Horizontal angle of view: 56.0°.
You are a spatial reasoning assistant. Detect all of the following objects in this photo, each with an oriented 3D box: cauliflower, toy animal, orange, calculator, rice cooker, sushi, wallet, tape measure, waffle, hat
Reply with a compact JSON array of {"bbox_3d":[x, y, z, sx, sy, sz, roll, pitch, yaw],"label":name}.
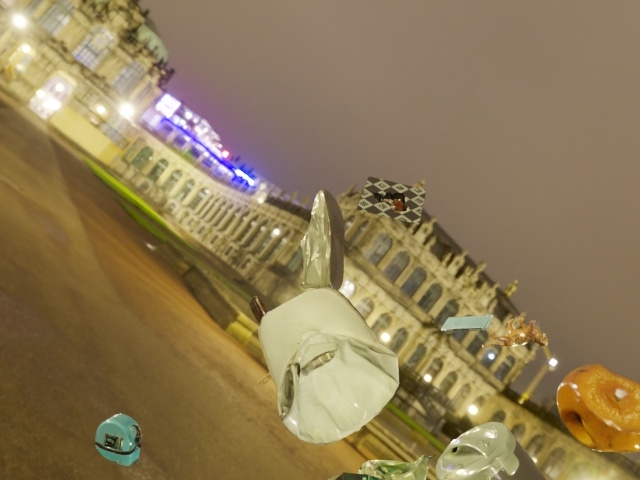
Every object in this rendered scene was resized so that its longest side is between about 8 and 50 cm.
[{"bbox_3d":[0.252,0.794,1.966,0.256,0.315,0.239,44,27,-9],"label":"cauliflower"},{"bbox_3d":[0.762,0.387,2.396,0.114,0.255,0.116,-35,107,-75],"label":"toy animal"},{"bbox_3d":[0.759,0.450,1.599,0.249,0.249,0.183,35,-38,24],"label":"orange"},{"bbox_3d":[0.412,0.237,1.703,0.018,0.057,0.172,46,-30,-16],"label":"calculator"},{"bbox_3d":[0.514,0.719,1.835,0.277,0.288,0.288,52,-6,0],"label":"rice cooker"},{"bbox_3d":[0.252,-0.128,2.142,0.220,0.231,0.047,14,-51,7],"label":"sushi"},{"bbox_3d":[-0.187,0.310,2.168,0.230,0.042,0.124,58,-20,5],"label":"wallet"},{"bbox_3d":[-0.577,0.568,1.731,0.146,0.125,0.081,12,11,15],"label":"tape measure"},{"bbox_3d":[-0.212,0.580,2.593,0.023,0.153,0.097,47,0,2],"label":"waffle"},{"bbox_3d":[-0.004,0.255,1.264,0.301,0.258,0.168,57,-16,27],"label":"hat"}]

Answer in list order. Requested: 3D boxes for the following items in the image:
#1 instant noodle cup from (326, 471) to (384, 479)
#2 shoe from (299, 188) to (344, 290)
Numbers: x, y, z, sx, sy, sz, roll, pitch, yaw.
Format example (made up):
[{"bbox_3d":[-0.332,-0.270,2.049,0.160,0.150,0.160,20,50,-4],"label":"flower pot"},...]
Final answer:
[{"bbox_3d":[0.052,0.539,1.007,0.240,0.240,0.178,35,-47,22],"label":"instant noodle cup"},{"bbox_3d":[0.000,0.000,1.538,0.098,0.274,0.103,-7,-25,21],"label":"shoe"}]
